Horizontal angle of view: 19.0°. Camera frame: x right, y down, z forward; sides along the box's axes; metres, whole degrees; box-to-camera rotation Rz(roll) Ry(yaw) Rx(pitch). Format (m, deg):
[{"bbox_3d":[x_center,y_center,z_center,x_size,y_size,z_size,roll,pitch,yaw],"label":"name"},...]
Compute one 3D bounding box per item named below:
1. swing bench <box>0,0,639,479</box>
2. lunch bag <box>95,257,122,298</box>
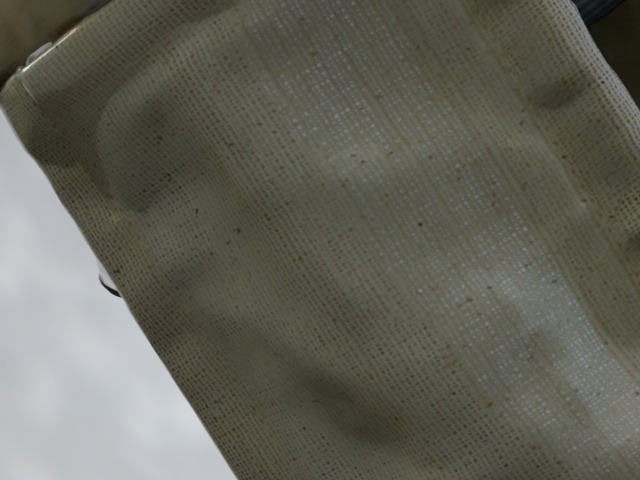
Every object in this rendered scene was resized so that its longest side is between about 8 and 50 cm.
[{"bbox_3d":[0.068,-0.022,0.598,0.165,0.255,0.253,-31,-87,38],"label":"swing bench"},{"bbox_3d":[0.000,0.000,1.295,0.287,0.169,0.235,19,-9,-2],"label":"lunch bag"}]
